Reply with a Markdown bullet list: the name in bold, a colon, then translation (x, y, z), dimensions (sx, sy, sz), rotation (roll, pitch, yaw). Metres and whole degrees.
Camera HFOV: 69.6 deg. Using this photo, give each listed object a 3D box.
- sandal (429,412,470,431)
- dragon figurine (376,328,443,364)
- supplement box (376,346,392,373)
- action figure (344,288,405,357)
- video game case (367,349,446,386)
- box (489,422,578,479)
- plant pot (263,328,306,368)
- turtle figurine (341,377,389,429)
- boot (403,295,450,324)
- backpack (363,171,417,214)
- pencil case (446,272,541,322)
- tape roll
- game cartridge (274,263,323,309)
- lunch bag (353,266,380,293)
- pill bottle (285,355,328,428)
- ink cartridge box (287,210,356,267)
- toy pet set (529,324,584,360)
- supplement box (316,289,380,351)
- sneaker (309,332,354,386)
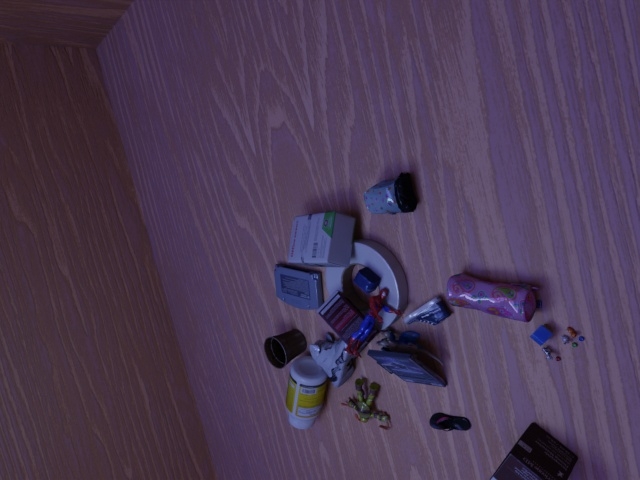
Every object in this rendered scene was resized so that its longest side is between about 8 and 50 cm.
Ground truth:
- **sandal**: translation (0.497, 0.716, 1.802), dimensions (0.179, 0.040, 0.067), rotation (-19, 90, 46)
- **dragon figurine**: translation (0.347, 0.412, 1.818), dimensions (0.288, 0.144, 0.085), rotation (2, 104, 24)
- **supplement box**: translation (0.290, 0.492, 1.921), dimensions (0.083, 0.056, 0.083), rotation (33, 124, 33)
- **action figure**: translation (0.214, 0.324, 1.761), dimensions (0.139, 0.091, 0.281), rotation (20, 84, 41)
- **video game case**: translation (0.334, 0.492, 1.772), dimensions (0.196, 0.026, 0.274), rotation (-7, 141, 45)
- **box**: translation (0.695, 0.750, 1.504), dimensions (0.168, 0.203, 0.167), rotation (37, 126, 30)
- **plant pot**: translation (-0.168, 0.532, 2.305), dimensions (0.166, 0.165, 0.167), rotation (15, 112, 41)
- **turtle figurine**: translation (0.190, 0.736, 2.075), dimensions (0.269, 0.087, 0.218), rotation (16, 114, 41)
- **boot**: translation (0.399, 0.292, 1.740), dimensions (0.190, 0.069, 0.086), rotation (-46, 68, 40)
- **backpack**: translation (0.253, -0.165, 1.706), dimensions (0.181, 0.115, 0.152), rotation (-2, 104, 47)
- **pencil case**: translation (0.562, 0.184, 1.516), dimensions (0.284, 0.124, 0.124), rotation (8, 108, 43)
- **tape roll**: translation (0.185, 0.187, 1.916), dimensions (0.391, 0.072, 0.393), rotation (15, 113, 40)
- **game cartridge**: translation (-0.106, 0.228, 2.228), dimensions (0.297, 0.062, 0.198), rotation (9, 113, 42)
- **lunch bag**: translation (0.179, 0.157, 1.813), dimensions (0.098, 0.067, 0.065), rotation (42, 128, 28)
- **pill bottle**: translation (-0.073, 0.754, 2.267), dimensions (0.187, 0.187, 0.334), rotation (28, 121, 35)
- **ink cartridge box**: translation (0.000, 0.000, 1.928), dimensions (0.289, 0.121, 0.211), rotation (-2, 77, 54)
- **toy pet set**: translation (0.724, 0.314, 1.433), dimensions (0.114, 0.065, 0.122), rotation (45, 129, 25)
- **supplement box**: translation (0.113, 0.332, 1.892), dimensions (0.130, 0.073, 0.239), rotation (-46, 65, 4)
- **sneaker**: translation (0.062, 0.486, 2.066), dimensions (0.210, 0.137, 0.366), rotation (39, 137, 28)
